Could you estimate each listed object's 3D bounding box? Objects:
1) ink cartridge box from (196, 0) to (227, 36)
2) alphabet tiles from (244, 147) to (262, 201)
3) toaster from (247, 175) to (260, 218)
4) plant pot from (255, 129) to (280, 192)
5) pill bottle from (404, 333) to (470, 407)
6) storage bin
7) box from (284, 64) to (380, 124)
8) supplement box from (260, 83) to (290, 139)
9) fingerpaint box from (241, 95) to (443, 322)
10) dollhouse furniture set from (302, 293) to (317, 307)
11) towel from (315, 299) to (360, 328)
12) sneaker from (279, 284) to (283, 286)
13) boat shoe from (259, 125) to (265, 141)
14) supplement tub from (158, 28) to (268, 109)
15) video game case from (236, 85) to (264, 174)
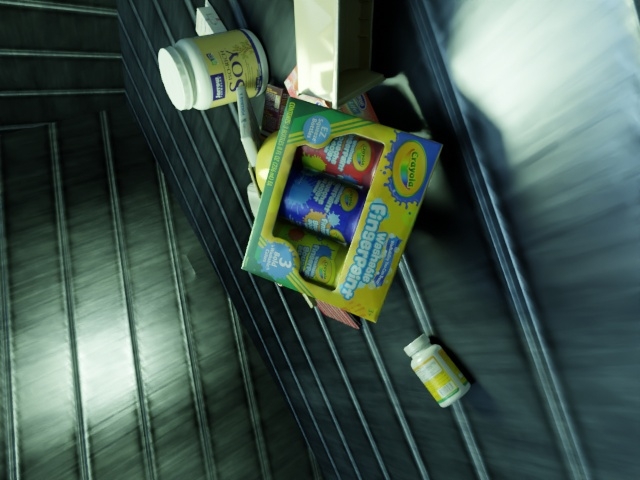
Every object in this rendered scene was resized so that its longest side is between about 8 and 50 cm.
[{"bbox_3d":[-0.452,-0.865,1.678,0.198,0.067,0.115,59,152,10],"label":"ink cartridge box"},{"bbox_3d":[-0.222,-0.217,1.529,0.285,0.011,0.343,-101,-4,-59],"label":"alphabet tiles"},{"bbox_3d":[-0.231,-0.182,1.817,0.146,0.129,0.227,16,124,49],"label":"toaster"},{"bbox_3d":[-0.042,-0.233,1.352,0.238,0.254,0.254,14,126,36],"label":"plant pot"},{"bbox_3d":[0.364,0.407,1.303,0.208,0.117,0.118,53,150,19],"label":"pill bottle"},{"bbox_3d":[0.060,-0.482,0.937,0.123,0.260,0.263,23,135,27],"label":"storage bin"},{"bbox_3d":[0.044,-0.366,1.166,0.142,0.154,0.300,-22,92,61],"label":"box"},{"bbox_3d":[-0.142,-0.437,1.436,0.104,0.080,0.188,34,120,44],"label":"supplement box"},{"bbox_3d":[0.047,-0.078,1.023,0.370,0.163,0.445,21,105,9],"label":"fingerpaint box"},{"bbox_3d":[0.067,0.022,1.305,0.152,0.201,0.374,50,133,23],"label":"dollhouse furniture set"},{"bbox_3d":[0.042,0.280,1.770,0.199,0.031,0.274,51,159,-26],"label":"towel"},{"bbox_3d":[-0.144,0.170,1.893,0.112,0.131,0.319,40,162,28],"label":"sneaker"},{"bbox_3d":[-0.230,-0.423,1.691,0.133,0.048,0.042,50,141,16],"label":"boat shoe"},{"bbox_3d":[-0.384,-0.617,1.489,0.241,0.331,0.241,40,144,37],"label":"supplement tub"},{"bbox_3d":[-0.231,-0.335,1.485,0.329,0.036,0.300,75,-178,-52],"label":"video game case"}]
